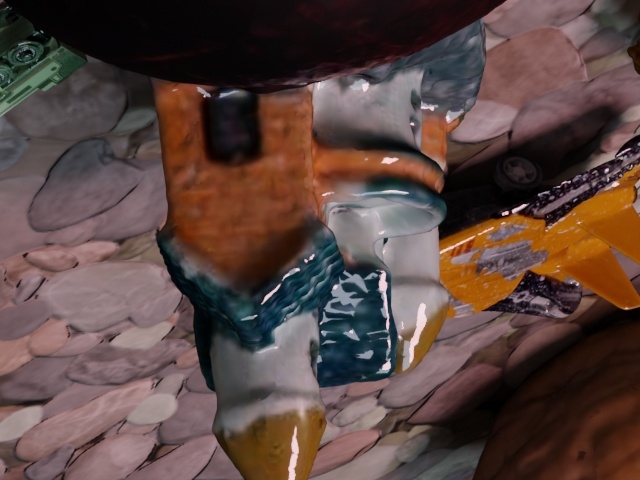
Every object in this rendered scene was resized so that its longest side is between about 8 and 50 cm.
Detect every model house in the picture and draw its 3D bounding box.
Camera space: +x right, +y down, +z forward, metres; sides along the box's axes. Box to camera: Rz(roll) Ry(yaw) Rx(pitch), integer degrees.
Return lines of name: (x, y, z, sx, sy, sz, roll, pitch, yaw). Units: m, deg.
model house: (0.000, 0.000, 1.035, 0.184, 0.291, 0.253, -1, 168, 2)

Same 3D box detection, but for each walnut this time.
walnut: (0.301, 0.218, 1.658, 0.306, 0.306, 0.344, 8, 138, -44)

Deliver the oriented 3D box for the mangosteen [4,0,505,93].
mangosteen: (-0.024, -0.230, 0.729, 0.307, 0.307, 0.347, -14, 119, -20)

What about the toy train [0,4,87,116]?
toy train: (-0.174, -0.095, 1.052, 0.083, 0.033, 0.053, -34, 153, 14)

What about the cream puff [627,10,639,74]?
cream puff: (0.275, -0.137, 1.246, 0.150, 0.115, 0.165, -34, 141, 1)

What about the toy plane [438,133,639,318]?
toy plane: (0.086, 0.009, 1.361, 0.316, 0.103, 0.204, -5, 143, -19)
